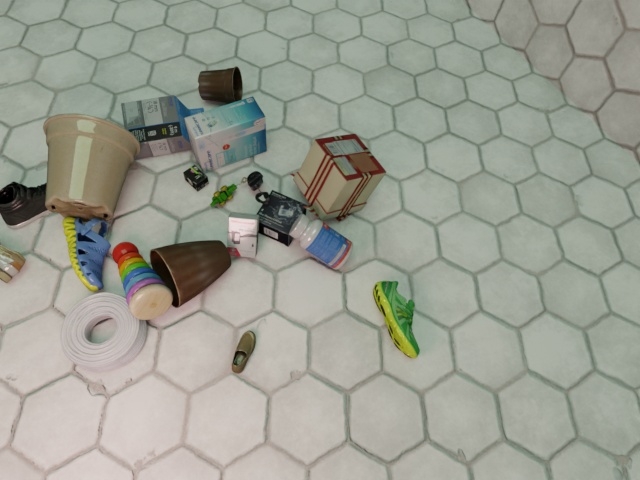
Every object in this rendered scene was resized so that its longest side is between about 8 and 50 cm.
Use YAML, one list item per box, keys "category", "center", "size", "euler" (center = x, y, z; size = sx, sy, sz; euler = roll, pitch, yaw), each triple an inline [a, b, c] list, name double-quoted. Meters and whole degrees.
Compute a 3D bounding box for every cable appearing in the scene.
- category: "cable"
  center: [-0.709, 0.296, 1.488]
  size: [0.256, 0.089, 0.257]
  euler: [3, 61, -3]

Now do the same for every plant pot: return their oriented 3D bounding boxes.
- category: "plant pot"
  center: [-0.437, 0.088, 1.580]
  size: [0.230, 0.215, 0.215]
  euler: [-25, 66, -32]
- category: "plant pot"
  center: [-0.450, -0.692, 2.027]
  size: [0.165, 0.167, 0.167]
  euler: [3, 61, 4]
- category: "plant pot"
  center: [-0.861, -0.243, 1.667]
  size: [0.333, 0.334, 0.306]
  euler: [3, 71, -4]

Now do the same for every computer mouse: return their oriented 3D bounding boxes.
- category: "computer mouse"
  center: [-0.238, -0.204, 1.790]
  size: [0.071, 0.041, 0.242]
  euler: [-35, 40, 5]

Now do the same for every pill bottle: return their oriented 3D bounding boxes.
- category: "pill bottle"
  center: [0.000, 0.000, 1.659]
  size: [0.221, 0.124, 0.124]
  euler: [34, 61, -13]

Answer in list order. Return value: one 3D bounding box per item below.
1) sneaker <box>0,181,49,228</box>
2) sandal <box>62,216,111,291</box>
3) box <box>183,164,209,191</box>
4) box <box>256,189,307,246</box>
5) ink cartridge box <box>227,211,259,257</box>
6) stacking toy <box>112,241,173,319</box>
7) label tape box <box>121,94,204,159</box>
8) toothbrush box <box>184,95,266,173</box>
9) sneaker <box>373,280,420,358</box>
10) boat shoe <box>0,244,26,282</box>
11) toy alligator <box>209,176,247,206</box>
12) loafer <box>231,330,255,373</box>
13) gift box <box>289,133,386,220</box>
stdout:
- category: "sneaker"
  center: [-1.057, -0.176, 1.686]
  size: [0.104, 0.147, 0.295]
  euler: [39, 63, 17]
- category: "sandal"
  center: [-0.815, 0.032, 1.611]
  size: [0.138, 0.126, 0.318]
  euler: [-18, 65, -19]
- category: "box"
  center: [-0.503, -0.252, 1.833]
  size: [0.083, 0.052, 0.062]
  euler: [41, 65, 15]
- category: "box"
  center: [-0.156, -0.087, 1.751]
  size: [0.155, 0.093, 0.158]
  euler: [24, 60, 8]
- category: "ink cartridge box"
  center: [-0.285, -0.021, 1.668]
  size: [0.109, 0.151, 0.063]
  euler: [6, 19, -1]
- category: "stacking toy"
  center: [-0.628, 0.113, 1.551]
  size: [0.141, 0.141, 0.330]
  euler: [-29, 51, -19]
- category: "label tape box"
  center: [-0.650, -0.490, 1.921]
  size: [0.333, 0.106, 0.241]
  euler: [-13, 64, -12]
- category: "toothbrush box"
  center: [-0.378, -0.429, 1.849]
  size: [0.295, 0.216, 0.126]
  euler: [-22, 65, -17]
- category: "sneaker"
  center: [0.285, 0.264, 1.586]
  size: [0.123, 0.109, 0.296]
  euler: [-16, 63, -9]
- category: "boat shoe"
  center: [-1.177, 0.026, 1.590]
  size: [0.302, 0.113, 0.103]
  euler: [36, 62, 2]
- category: "toy alligator"
  center: [-0.375, -0.196, 1.817]
  size: [0.189, 0.056, 0.051]
  euler: [-44, 32, -24]
- category: "loafer"
  center: [-0.255, 0.368, 1.512]
  size: [0.056, 0.050, 0.148]
  euler: [14, 61, 2]
- category: "gift box"
  center: [0.045, -0.241, 1.751]
  size: [0.276, 0.258, 0.255]
  euler: [-13, 60, -35]
